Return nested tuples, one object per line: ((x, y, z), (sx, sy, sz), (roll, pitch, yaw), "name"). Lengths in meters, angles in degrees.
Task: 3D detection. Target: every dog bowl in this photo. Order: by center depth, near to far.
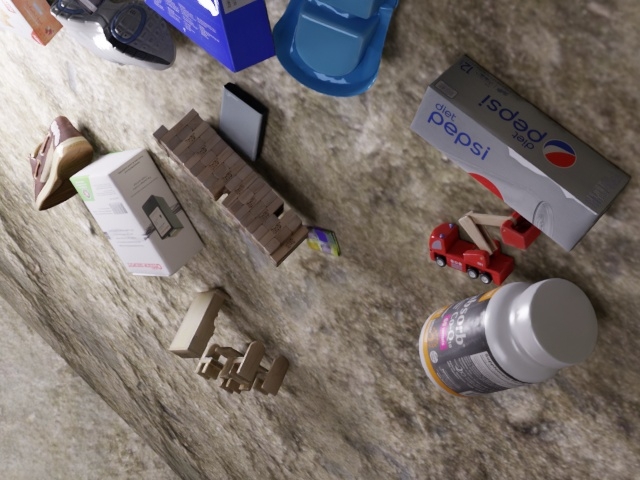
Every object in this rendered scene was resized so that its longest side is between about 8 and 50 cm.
((0.029, -0.333, 1.324), (0.166, 0.074, 0.297), (23, 145, 6), "dog bowl")

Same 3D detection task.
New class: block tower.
((-0.168, -0.105, 1.796), (0.335, 0.097, 0.091), (44, 171, 6), "block tower")

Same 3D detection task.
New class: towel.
((0.000, 0.000, 1.820), (0.083, 0.009, 0.060), (16, 136, 40), "towel")

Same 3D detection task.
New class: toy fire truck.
((0.251, 0.000, 1.487), (0.192, 0.047, 0.135), (22, 140, 36), "toy fire truck")

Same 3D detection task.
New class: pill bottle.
((0.293, 0.154, 1.501), (0.162, 0.162, 0.278), (50, 148, -6), "pill bottle")

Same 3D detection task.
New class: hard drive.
((-0.143, -0.217, 1.738), (0.094, 0.022, 0.135), (38, 147, 15), "hard drive")

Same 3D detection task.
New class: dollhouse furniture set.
((-0.213, 0.249, 2.273), (0.242, 0.161, 0.212), (36, 155, -26), "dollhouse furniture set")

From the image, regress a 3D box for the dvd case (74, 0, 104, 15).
((-0.394, -0.509, 1.606), (0.164, 0.018, 0.221), (41, 126, -17), "dvd case")

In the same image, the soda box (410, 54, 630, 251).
((0.267, -0.120, 1.293), (0.286, 0.091, 0.098), (40, 148, 12), "soda box")

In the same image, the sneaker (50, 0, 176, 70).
((-0.371, -0.383, 1.775), (0.297, 0.111, 0.129), (31, 161, 30), "sneaker")

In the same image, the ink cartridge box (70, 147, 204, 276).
((-0.415, -0.061, 2.145), (0.198, 0.115, 0.273), (0, 125, 50), "ink cartridge box")

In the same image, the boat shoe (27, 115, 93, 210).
((-0.639, -0.187, 2.287), (0.123, 0.123, 0.342), (58, 150, 9), "boat shoe")

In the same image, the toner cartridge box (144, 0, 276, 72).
((-0.194, -0.398, 1.443), (0.348, 0.075, 0.165), (43, 152, 45), "toner cartridge box")

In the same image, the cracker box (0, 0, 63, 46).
((-0.658, -0.503, 1.952), (0.232, 0.067, 0.156), (25, 160, 31), "cracker box")
